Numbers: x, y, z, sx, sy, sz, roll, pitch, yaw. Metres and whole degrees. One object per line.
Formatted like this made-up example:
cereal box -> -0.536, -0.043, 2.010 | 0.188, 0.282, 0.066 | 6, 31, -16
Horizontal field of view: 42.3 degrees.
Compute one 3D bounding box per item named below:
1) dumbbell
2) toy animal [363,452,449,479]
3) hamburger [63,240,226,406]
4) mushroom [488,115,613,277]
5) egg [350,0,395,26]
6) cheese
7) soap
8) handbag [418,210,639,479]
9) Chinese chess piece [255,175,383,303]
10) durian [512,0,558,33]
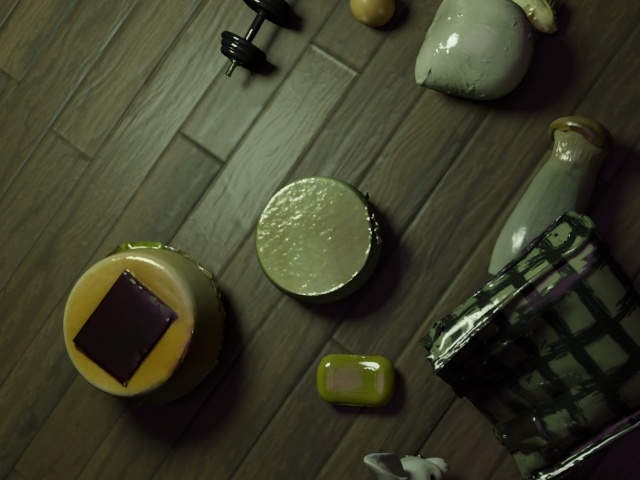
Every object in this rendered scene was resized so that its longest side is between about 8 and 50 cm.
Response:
dumbbell -> -0.124, -0.402, 1.563 | 0.099, 0.099, 0.208 | 30, 90, 16
toy animal -> 0.145, 0.394, 1.312 | 0.130, 0.221, 0.104 | 5, 78, 16
hamburger -> -0.312, 0.148, 1.488 | 0.302, 0.170, 0.302 | -1, 86, 13
mushroom -> 0.397, -0.043, 1.384 | 0.159, 0.122, 0.329 | 23, 87, -22
egg -> 0.093, -0.437, 1.517 | 0.080, 0.096, 0.080 | -9, 68, 24
cheese -> 0.273, -0.339, 1.429 | 0.189, 0.154, 0.198 | 23, 87, 11
soap -> 0.062, 0.244, 1.443 | 0.140, 0.045, 0.089 | 1, 84, 13
handbag -> 0.366, 0.178, 1.279 | 0.327, 0.162, 0.325 | -38, 101, 10
Chinese chess piece -> 0.000, 0.000, 1.473 | 0.237, 0.092, 0.238 | -2, 80, 14
durian -> 0.374, -0.418, 1.468 | 0.130, 0.052, 0.066 | 34, 93, 16
